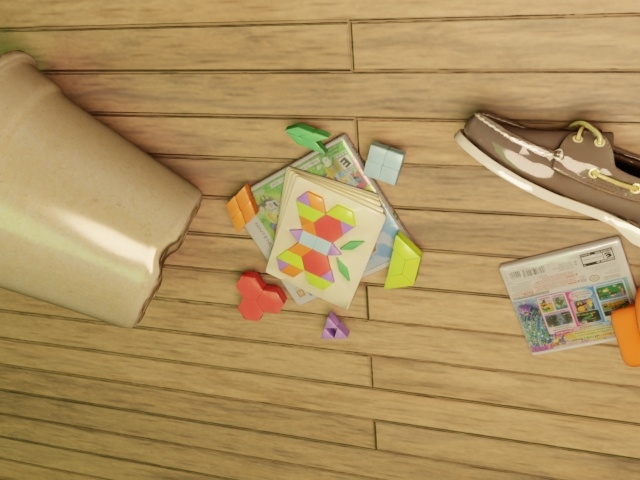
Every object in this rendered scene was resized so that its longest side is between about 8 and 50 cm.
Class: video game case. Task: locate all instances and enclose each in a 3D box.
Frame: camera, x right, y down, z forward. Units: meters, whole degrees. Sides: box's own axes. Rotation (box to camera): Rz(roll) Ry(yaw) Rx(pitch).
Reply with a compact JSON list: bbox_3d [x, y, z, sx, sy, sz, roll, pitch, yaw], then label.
[{"bbox_3d":[0.335,0.077,0.996,0.157,0.019,0.143,-16,109,26],"label":"video game case"},{"bbox_3d":[0.000,-0.022,1.067,0.212,0.023,0.193,-26,105,29],"label":"video game case"}]

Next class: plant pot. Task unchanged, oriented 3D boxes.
[{"bbox_3d":[-0.343,-0.041,1.039,0.305,0.334,0.334,27,123,-8],"label":"plant pot"}]

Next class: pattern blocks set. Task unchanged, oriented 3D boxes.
[{"bbox_3d":[0.000,0.000,1.049,0.285,0.026,0.325,11,119,15],"label":"pattern blocks set"}]

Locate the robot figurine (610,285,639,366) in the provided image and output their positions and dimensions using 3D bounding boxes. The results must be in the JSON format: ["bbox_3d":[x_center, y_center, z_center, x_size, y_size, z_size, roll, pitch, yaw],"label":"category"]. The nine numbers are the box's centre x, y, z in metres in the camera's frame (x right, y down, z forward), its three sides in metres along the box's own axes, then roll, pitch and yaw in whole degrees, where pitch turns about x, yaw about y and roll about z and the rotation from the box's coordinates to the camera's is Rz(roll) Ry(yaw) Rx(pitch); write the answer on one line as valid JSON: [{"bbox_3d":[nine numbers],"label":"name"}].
[{"bbox_3d":[0.459,0.090,0.874,0.219,0.128,0.158,-21,132,40],"label":"robot figurine"}]

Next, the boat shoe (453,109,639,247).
[{"bbox_3d":[0.316,-0.081,0.869,0.324,0.117,0.097,26,117,2],"label":"boat shoe"}]
